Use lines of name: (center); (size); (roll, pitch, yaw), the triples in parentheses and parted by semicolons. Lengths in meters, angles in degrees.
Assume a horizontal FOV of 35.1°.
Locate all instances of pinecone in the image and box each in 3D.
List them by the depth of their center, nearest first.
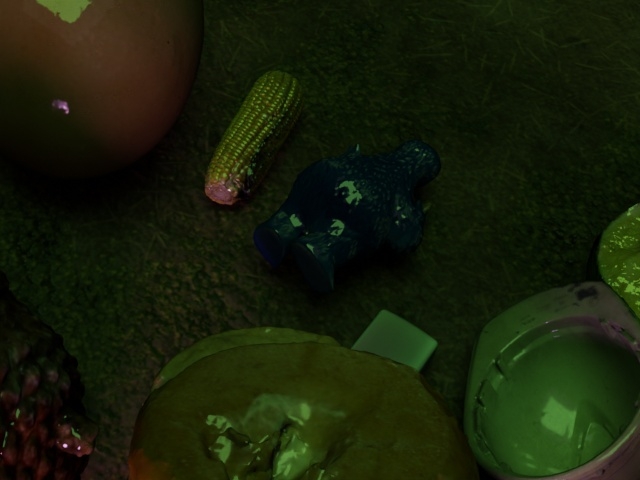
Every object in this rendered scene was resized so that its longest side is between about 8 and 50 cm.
pinecone: (-0.337, 0.145, 0.876); (0.296, 0.298, 0.242); (25, 50, 28)

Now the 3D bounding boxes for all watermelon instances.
watermelon: (0.394, 0.060, 1.114); (0.232, 0.127, 0.204); (-27, 62, -26)

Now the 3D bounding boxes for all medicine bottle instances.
medicine bottle: (0.062, 0.139, 1.064); (0.074, 0.055, 0.118); (31, 55, 15)

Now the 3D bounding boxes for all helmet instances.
helmet: (0.257, 0.177, 1.013); (0.204, 0.137, 0.257); (-23, 31, 23)

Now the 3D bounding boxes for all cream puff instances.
cream puff: (-0.027, 0.239, 0.870); (0.327, 0.231, 0.343); (-20, 37, -30)

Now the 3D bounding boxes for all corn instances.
corn: (-0.079, -0.127, 1.236); (0.072, 0.072, 0.203); (21, 56, 9)

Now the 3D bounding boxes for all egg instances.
egg: (-0.284, -0.246, 1.153); (0.301, 0.301, 0.374); (2, 56, -5)

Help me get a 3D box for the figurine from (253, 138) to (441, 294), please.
figurine: (0.047, -0.050, 1.143); (0.164, 0.121, 0.262); (24, 46, 20)
